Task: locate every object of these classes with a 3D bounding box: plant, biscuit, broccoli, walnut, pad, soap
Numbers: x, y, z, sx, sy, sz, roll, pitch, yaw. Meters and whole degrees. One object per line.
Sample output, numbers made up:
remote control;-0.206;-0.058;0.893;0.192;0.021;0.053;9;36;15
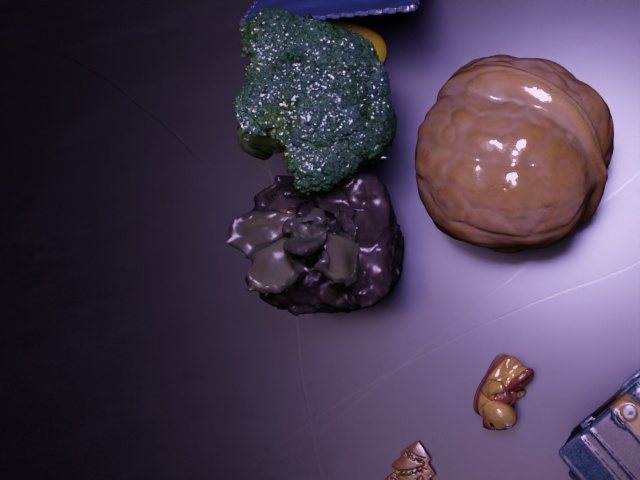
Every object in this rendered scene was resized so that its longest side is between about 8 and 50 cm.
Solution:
plant;0.000;0.000;1.617;0.215;0.312;0.213;-5;81;16
biscuit;0.142;0.351;1.700;0.082;0.016;0.092;13;90;16
broccoli;-0.033;-0.194;1.578;0.269;0.254;0.269;25;128;36
walnut;0.275;-0.119;1.582;0.285;0.285;0.296;28;56;15
pad;0.031;-0.380;1.686;0.269;0.269;0.012;-2;120;16
soap;0.025;-0.313;1.779;0.168;0.033;0.089;29;91;15

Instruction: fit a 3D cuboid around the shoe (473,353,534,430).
shoe;0.268;0.223;1.647;0.069;0.072;0.109;15;64;44

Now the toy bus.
toy bus;0.420;0.271;1.501;0.167;0.275;0.138;-43;77;9
